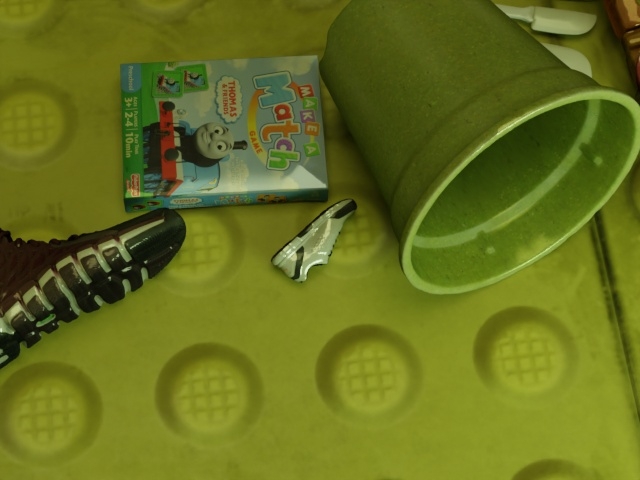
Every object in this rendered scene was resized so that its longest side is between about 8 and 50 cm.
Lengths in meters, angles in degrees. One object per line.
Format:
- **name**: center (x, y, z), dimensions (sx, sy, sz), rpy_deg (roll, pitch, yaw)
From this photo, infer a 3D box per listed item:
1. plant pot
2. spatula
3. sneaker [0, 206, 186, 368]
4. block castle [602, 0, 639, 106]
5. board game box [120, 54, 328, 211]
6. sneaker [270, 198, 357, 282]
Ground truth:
- **plant pot**: center (0.135, -0.131, 1.496), dimensions (0.276, 0.276, 0.254), rpy_deg (-27, 60, -12)
- **spatula**: center (0.188, -0.258, 1.664), dimensions (0.242, 0.019, 0.168), rpy_deg (9, 69, 6)
- **sneaker**: center (-0.286, 0.005, 1.493), dimensions (0.281, 0.106, 0.162), rpy_deg (-30, 69, -13)
- **block castle**: center (0.497, -0.325, 1.538), dimensions (0.453, 0.213, 0.303), rpy_deg (-19, 80, 1)
- **board game box**: center (-0.102, -0.114, 1.581), dimensions (0.211, 0.039, 0.160), rpy_deg (-3, 68, -4)
- **sneaker**: center (0.000, 0.000, 1.543), dimensions (0.109, 0.040, 0.044), rpy_deg (-43, 92, -13)
